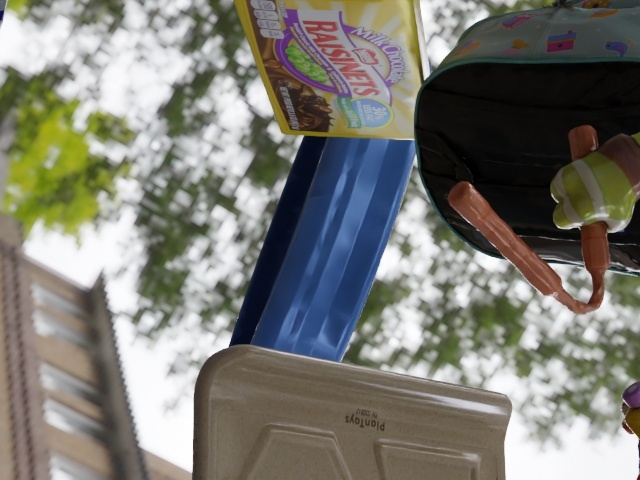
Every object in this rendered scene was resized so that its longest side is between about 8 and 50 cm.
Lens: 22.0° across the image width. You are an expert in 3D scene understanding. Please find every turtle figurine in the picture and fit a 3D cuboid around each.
[{"bbox_3d":[0.188,-0.032,0.670,0.217,0.270,0.087,-78,-170,-45],"label":"turtle figurine"}]

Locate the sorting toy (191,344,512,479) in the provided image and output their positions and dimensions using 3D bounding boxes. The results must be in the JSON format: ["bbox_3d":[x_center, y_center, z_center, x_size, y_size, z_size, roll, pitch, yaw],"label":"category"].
[{"bbox_3d":[0.015,0.163,0.753,0.038,0.193,0.208,-13,-111,48],"label":"sorting toy"}]

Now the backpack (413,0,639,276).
[{"bbox_3d":[0.158,-0.068,1.013,0.188,0.165,0.144,-1,-144,22],"label":"backpack"}]

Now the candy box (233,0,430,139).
[{"bbox_3d":[0.013,-0.113,1.007,0.206,0.105,0.027,69,23,-69],"label":"candy box"}]

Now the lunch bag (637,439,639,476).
[{"bbox_3d":[0.394,0.256,1.676,0.096,0.151,0.128,117,-18,-60],"label":"lunch bag"}]

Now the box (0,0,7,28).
[{"bbox_3d":[-0.364,-0.226,1.563,0.137,0.126,0.072,135,-34,-63],"label":"box"}]

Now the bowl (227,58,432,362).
[{"bbox_3d":[0.000,0.000,1.435,0.391,0.077,0.391,-160,-90,-85],"label":"bowl"}]

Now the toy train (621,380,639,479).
[{"bbox_3d":[0.254,0.153,1.158,0.046,0.166,0.125,-29,-100,42],"label":"toy train"}]
